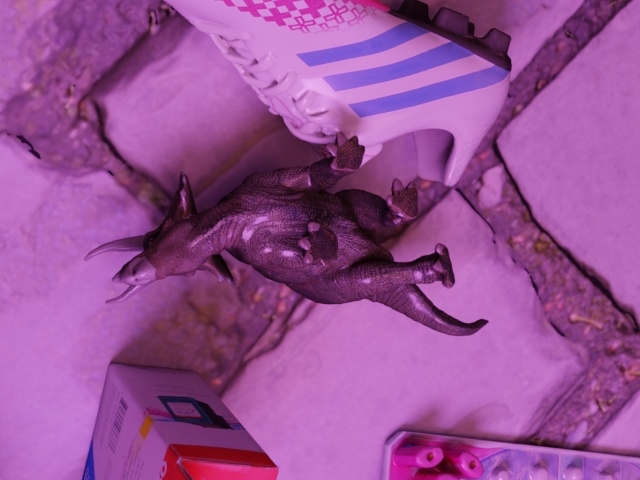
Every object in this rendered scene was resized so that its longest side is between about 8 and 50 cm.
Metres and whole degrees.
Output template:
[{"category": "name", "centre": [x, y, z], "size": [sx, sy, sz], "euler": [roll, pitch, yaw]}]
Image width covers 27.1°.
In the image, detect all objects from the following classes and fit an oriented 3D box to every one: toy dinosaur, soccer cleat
[{"category": "toy dinosaur", "centre": [0.000, 0.000, 1.000], "size": [0.313, 0.160, 0.121], "euler": [12, 76, -38]}, {"category": "soccer cleat", "centre": [-0.005, -0.129, 0.957], "size": [0.331, 0.116, 0.143], "euler": [17, 98, -27]}]

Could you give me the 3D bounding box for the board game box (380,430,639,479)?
[{"category": "board game box", "centre": [0.217, 0.382, 1.176], "size": [0.389, 0.050, 0.390], "euler": [10, 81, -26]}]

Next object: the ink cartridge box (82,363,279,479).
[{"category": "ink cartridge box", "centre": [-0.102, 0.191, 0.948], "size": [0.078, 0.231, 0.134], "euler": [10, 102, -26]}]
